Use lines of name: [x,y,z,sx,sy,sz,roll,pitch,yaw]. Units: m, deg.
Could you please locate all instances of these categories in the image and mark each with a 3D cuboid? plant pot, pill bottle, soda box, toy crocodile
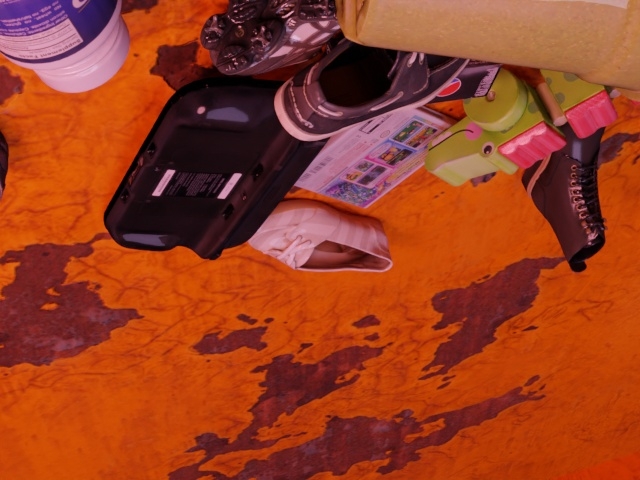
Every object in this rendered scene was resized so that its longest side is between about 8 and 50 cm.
plant pot: [0.144,-0.245,1.058,0.253,0.276,0.276,-1,149,-10]
pill bottle: [-0.214,-0.195,1.027,0.112,0.112,0.187,-22,153,3]
soda box: [0.087,-0.168,1.326,0.168,0.060,0.053,-9,149,-19]
toy crocodile: [0.263,-0.151,1.422,0.340,0.105,0.115,-31,150,18]

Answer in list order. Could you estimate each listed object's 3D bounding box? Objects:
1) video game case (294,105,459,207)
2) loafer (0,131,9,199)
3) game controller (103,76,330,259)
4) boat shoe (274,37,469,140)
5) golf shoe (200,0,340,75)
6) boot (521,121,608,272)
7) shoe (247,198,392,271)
video game case: [0.059,-0.097,1.479,0.157,0.019,0.143,-38,148,28]
loafer: [-0.321,-0.091,1.194,0.062,0.061,0.170,-24,151,10]
game controller: [-0.106,-0.069,1.354,0.166,0.067,0.319,10,150,-21]
boat shoe: [0.068,-0.163,1.239,0.233,0.084,0.079,-30,173,-29]
golf shoe: [-0.008,-0.207,1.200,0.198,0.077,0.094,-24,169,11]
boot: [0.310,-0.068,1.566,0.076,0.137,0.198,-12,150,-15]
shoe: [0.000,0.000,1.567,0.219,0.058,0.076,7,142,-41]
